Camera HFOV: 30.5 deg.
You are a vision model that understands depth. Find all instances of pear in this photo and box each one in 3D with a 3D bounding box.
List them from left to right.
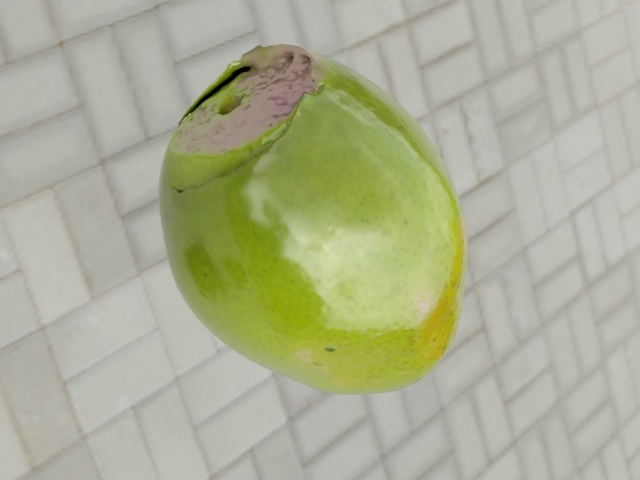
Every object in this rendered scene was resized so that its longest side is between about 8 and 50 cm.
[{"bbox_3d":[0.000,0.000,0.715,0.187,0.187,0.220,-56,132,-28],"label":"pear"}]
